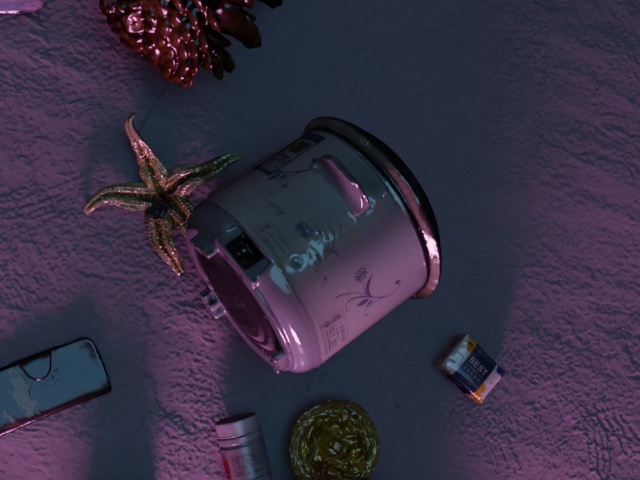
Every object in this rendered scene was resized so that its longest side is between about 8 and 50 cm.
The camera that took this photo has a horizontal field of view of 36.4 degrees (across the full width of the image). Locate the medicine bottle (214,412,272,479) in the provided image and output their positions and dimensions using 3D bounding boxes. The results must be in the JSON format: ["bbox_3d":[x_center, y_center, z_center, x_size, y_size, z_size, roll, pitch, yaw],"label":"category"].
[{"bbox_3d":[-0.100,0.275,1.267,0.058,0.058,0.091,-13,89,-17],"label":"medicine bottle"}]

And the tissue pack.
[{"bbox_3d":[0.211,0.180,1.376,0.083,0.042,0.062,45,78,-8],"label":"tissue pack"}]

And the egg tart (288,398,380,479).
[{"bbox_3d":[0.017,0.275,1.308,0.129,0.049,0.128,2,82,-13],"label":"egg tart"}]

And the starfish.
[{"bbox_3d":[-0.197,-0.061,1.264,0.217,0.050,0.223,-21,105,6],"label":"starfish"}]

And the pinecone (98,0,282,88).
[{"bbox_3d":[-0.143,-0.342,1.216,0.246,0.246,0.292,44,65,-9],"label":"pinecone"}]

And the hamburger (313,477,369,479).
[{"bbox_3d":[0.024,0.449,1.219,0.302,0.170,0.302,0,95,5],"label":"hamburger"}]

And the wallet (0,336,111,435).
[{"bbox_3d":[-0.347,0.181,1.223,0.157,0.018,0.082,-19,91,-16],"label":"wallet"}]

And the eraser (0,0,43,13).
[{"bbox_3d":[-0.442,-0.401,1.208,0.174,0.081,0.227,-5,88,-13],"label":"eraser"}]

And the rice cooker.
[{"bbox_3d":[0.000,0.000,1.201,0.317,0.316,0.264,-36,66,-16],"label":"rice cooker"}]
